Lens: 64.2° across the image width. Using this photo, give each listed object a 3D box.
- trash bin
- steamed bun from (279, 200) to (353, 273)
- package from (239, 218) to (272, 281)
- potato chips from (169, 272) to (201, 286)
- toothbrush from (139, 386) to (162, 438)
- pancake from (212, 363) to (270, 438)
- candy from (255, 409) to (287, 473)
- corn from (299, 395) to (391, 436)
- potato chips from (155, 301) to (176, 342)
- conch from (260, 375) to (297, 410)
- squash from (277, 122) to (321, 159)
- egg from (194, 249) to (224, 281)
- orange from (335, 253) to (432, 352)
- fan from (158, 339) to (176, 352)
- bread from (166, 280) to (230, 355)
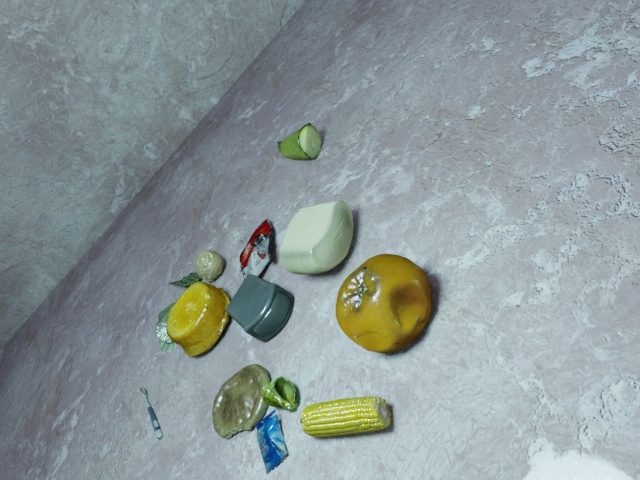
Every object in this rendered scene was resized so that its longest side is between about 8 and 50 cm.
[{"bbox_3d":[-0.195,0.213,1.644,0.236,0.101,0.177,20,77,57],"label":"trash bin"},{"bbox_3d":[0.000,0.000,1.560,0.199,0.155,0.250,-9,47,41],"label":"steamed bun"},{"bbox_3d":[-0.231,0.046,1.867,0.194,0.071,0.269,-43,23,9],"label":"package"},{"bbox_3d":[-0.563,0.167,2.150,0.207,0.028,0.092,-4,30,49],"label":"potato chips"},{"bbox_3d":[-0.604,0.608,1.815,0.024,0.026,0.288,-17,27,-24],"label":"toothbrush"},{"bbox_3d":[-0.240,0.472,1.509,0.236,0.042,0.223,-13,54,44],"label":"pancake"},{"bbox_3d":[-0.131,0.528,1.341,0.088,0.038,0.136,-42,45,19],"label":"candy"},{"bbox_3d":[0.051,0.413,1.196,0.248,0.081,0.081,-22,44,36],"label":"corn"},{"bbox_3d":[-0.569,0.292,2.026,0.166,0.059,0.228,-15,44,16],"label":"potato chips"},{"bbox_3d":[-0.109,0.414,1.382,0.121,0.074,0.089,23,100,32],"label":"conch"},{"bbox_3d":[-0.090,-0.374,2.059,0.287,0.137,0.137,-6,54,63],"label":"squash"},{"bbox_3d":[-0.439,0.097,2.007,0.140,0.116,0.118,140,148,-63],"label":"egg"},{"bbox_3d":[0.139,0.142,1.250,0.248,0.183,0.249,-28,42,28],"label":"orange"},{"bbox_3d":[-0.610,0.370,2.051,0.131,0.009,0.240,-47,35,11],"label":"fan"},{"bbox_3d":[-0.430,0.274,1.814,0.268,0.145,0.269,-25,45,29],"label":"bread"}]
